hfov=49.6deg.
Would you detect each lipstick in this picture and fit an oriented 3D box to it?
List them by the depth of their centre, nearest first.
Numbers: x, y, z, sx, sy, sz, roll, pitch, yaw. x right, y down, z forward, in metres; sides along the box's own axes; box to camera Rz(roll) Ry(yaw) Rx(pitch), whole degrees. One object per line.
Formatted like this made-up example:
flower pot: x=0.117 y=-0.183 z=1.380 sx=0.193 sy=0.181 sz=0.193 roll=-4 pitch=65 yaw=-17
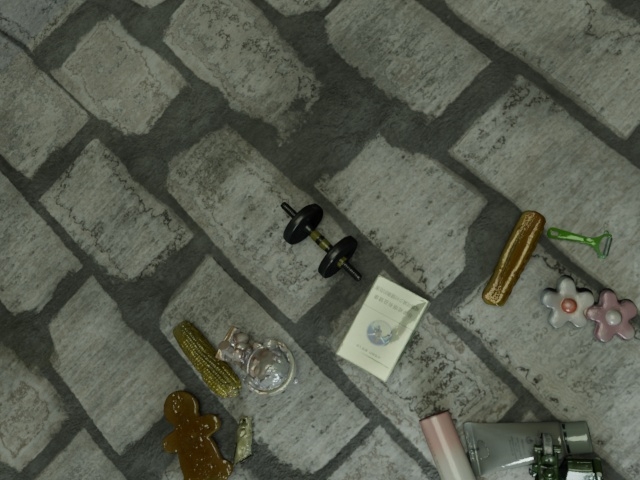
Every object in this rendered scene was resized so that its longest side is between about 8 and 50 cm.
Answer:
lipstick: x=0.358 y=0.616 z=1.821 sx=0.087 sy=0.087 sz=0.326 roll=-23 pitch=75 yaw=9

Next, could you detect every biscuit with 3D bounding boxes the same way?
biscuit: x=-0.369 y=0.582 z=2.028 sx=0.197 sy=0.049 sz=0.301 roll=-29 pitch=75 yaw=8

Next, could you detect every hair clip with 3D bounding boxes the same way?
hair clip: x=0.706 y=0.184 z=1.826 sx=0.257 sy=0.075 sz=0.146 roll=17 pitch=80 yaw=12

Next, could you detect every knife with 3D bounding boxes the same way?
knife: x=0.703 y=-0.007 z=1.883 sx=0.166 sy=0.022 sz=0.078 roll=16 pitch=79 yaw=15

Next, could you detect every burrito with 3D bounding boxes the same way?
burrito: x=-0.222 y=0.579 z=1.997 sx=0.055 sy=0.041 sz=0.149 roll=4 pitch=84 yaw=28

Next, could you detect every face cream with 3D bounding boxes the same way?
face cream: x=0.538 y=0.527 z=1.798 sx=0.314 sy=0.089 sz=0.143 roll=-12 pitch=84 yaw=18

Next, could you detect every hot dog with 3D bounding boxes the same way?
hot dog: x=0.527 y=0.051 z=1.894 sx=0.088 sy=0.061 sz=0.285 roll=32 pitch=90 yaw=20

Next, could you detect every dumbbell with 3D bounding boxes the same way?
dumbbell: x=0.000 y=0.000 z=1.992 sx=0.325 sy=0.143 sz=0.143 roll=43 pitch=92 yaw=17

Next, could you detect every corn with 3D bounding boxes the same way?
corn: x=-0.338 y=0.354 z=2.046 sx=0.086 sy=0.086 sz=0.288 roll=-44 pitch=71 yaw=3

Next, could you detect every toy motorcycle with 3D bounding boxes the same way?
toy motorcycle: x=0.614 y=0.599 z=1.701 sx=0.205 sy=0.275 sz=0.127 roll=-1 pitch=37 yaw=15

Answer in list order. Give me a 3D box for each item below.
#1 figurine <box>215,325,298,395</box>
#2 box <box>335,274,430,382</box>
figurine: x=-0.172 y=0.346 z=1.973 sx=0.237 sy=0.141 sz=0.162 roll=30 pitch=78 yaw=16
box: x=0.177 y=0.246 z=1.943 sx=0.164 sy=0.069 sz=0.256 roll=28 pitch=87 yaw=17
